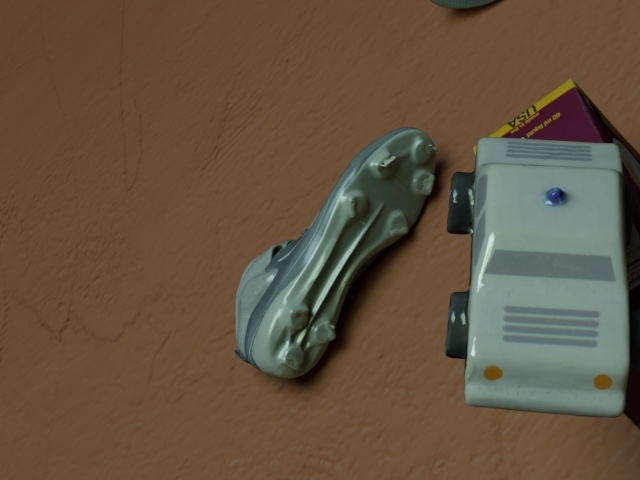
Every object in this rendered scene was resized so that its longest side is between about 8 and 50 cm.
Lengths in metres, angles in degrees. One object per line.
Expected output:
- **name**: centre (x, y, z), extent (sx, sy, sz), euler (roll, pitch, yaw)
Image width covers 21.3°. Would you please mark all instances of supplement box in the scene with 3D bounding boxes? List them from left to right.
- **supplement box**: centre (0.172, 0.007, 1.025), extent (0.081, 0.104, 0.188), euler (-36, 42, 18)

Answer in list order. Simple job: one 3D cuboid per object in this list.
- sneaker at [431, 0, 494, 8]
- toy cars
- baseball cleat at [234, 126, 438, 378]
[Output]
- **sneaker**: centre (0.143, -0.230, 1.288), extent (0.152, 0.053, 0.061), euler (-34, 27, 16)
- **toy cars**: centre (0.193, -0.052, 0.932), extent (0.394, 0.087, 0.176), euler (-34, 53, -31)
- **baseball cleat**: centre (0.000, 0.000, 1.226), extent (0.206, 0.072, 0.109), euler (-55, 32, -10)
